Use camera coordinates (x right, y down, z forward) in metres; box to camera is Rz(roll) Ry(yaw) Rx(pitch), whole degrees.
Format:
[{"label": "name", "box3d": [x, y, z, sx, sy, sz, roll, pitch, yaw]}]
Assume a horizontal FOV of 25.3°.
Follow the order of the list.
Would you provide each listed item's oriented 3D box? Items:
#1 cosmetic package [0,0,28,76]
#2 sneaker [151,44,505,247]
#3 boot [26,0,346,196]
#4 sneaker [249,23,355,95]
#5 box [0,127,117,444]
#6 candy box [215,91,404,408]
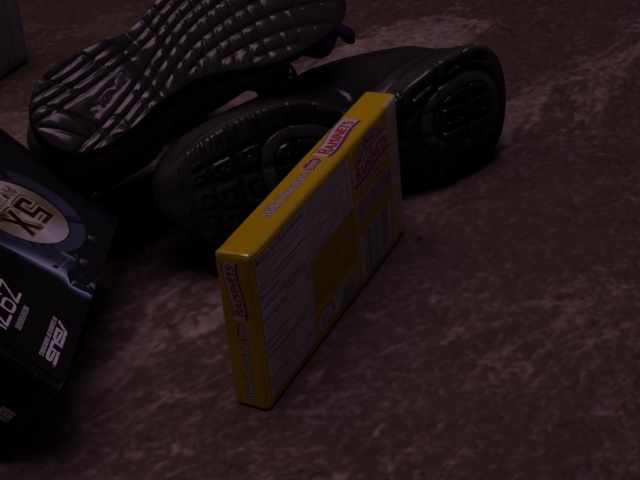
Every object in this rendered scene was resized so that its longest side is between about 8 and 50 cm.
[{"label": "cosmetic package", "box3d": [-0.353, -0.161, 1.151, 0.107, 0.127, 0.238, 14, 35, 27]}, {"label": "sneaker", "box3d": [-0.004, -0.069, 1.000, 0.286, 0.109, 0.130, -20, 25, -35]}, {"label": "boot", "box3d": [-0.107, -0.104, 0.984, 0.246, 0.161, 0.083, -31, 83, -23]}, {"label": "sneaker", "box3d": [-0.080, -0.128, 1.086, 0.223, 0.098, 0.083, -26, 34, 40]}, {"label": "box", "box3d": [-0.210, 0.012, 0.823, 0.077, 0.147, 0.180, -42, 20, 25]}, {"label": "candy box", "box3d": [0.000, 0.000, 0.863, 0.027, 0.105, 0.206, 8, 33, 25]}]
